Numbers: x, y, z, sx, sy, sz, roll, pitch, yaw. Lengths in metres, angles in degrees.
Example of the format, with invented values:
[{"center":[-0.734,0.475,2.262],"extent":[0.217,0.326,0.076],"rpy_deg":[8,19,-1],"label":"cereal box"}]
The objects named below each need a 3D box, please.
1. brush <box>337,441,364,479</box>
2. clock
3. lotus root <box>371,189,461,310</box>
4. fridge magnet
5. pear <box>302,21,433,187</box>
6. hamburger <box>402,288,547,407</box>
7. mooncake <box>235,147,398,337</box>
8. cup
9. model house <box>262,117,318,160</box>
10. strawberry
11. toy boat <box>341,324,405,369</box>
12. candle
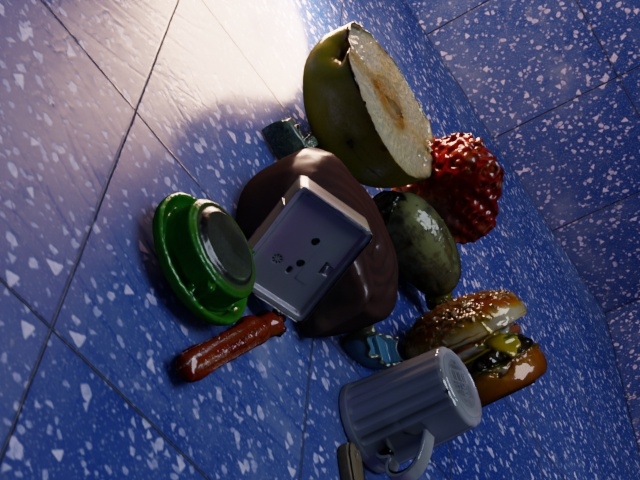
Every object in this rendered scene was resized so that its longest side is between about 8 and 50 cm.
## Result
[{"center":[0.077,0.455,1.630],"extent":[0.070,0.065,0.327],"rpy_deg":[43,28,-41],"label":"brush"},{"center":[-0.032,0.013,1.647],"extent":[0.147,0.192,0.071],"rpy_deg":[34,17,-16],"label":"clock"},{"center":[0.220,0.020,2.327],"extent":[0.309,0.173,0.173],"rpy_deg":[57,22,-23],"label":"lotus root"},{"center":[-0.165,0.023,1.519],"extent":[0.208,0.088,0.208],"rpy_deg":[48,26,-33],"label":"fridge magnet"},{"center":[0.077,-0.263,2.249],"extent":[0.386,0.191,0.340],"rpy_deg":[47,31,-38],"label":"pear"},{"center":[0.307,0.224,2.142],"extent":[0.225,0.291,0.291],"rpy_deg":[65,22,5],"label":"hamburger"},{"center":[0.000,0.000,1.817],"extent":[0.334,0.174,0.326],"rpy_deg":[8,60,-66],"label":"mooncake"},{"center":[0.164,0.309,1.796],"extent":[0.167,0.202,0.221],"rpy_deg":[27,40,-54],"label":"cup"},{"center":[-0.059,-0.198,2.021],"extent":[0.083,0.078,0.066],"rpy_deg":[59,20,-9],"label":"model house"},{"center":[0.278,-0.105,2.396],"extent":[0.149,0.336,0.265],"rpy_deg":[-34,81,-31],"label":"strawberry"},{"center":[0.104,0.191,1.959],"extent":[0.185,0.077,0.075],"rpy_deg":[30,40,-55],"label":"toy boat"},{"center":[-0.127,0.147,1.527],"extent":[0.051,0.048,0.329],"rpy_deg":[39,18,11],"label":"candle"}]
